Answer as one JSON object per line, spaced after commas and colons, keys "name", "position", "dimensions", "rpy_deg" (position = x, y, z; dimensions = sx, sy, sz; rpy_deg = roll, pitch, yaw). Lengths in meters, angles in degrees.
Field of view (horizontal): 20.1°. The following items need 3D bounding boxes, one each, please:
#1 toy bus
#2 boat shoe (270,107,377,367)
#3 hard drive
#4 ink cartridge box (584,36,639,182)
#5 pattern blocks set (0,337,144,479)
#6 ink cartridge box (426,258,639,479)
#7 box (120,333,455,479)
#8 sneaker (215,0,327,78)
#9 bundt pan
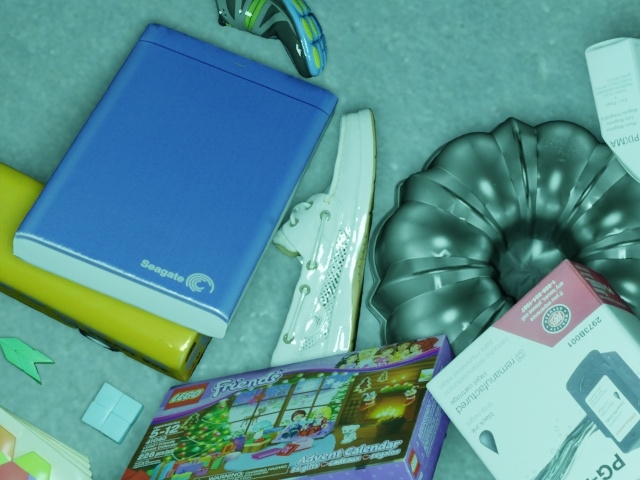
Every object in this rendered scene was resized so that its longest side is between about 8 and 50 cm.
{"name": "toy bus", "position": [-0.254, 0.018, 1.759], "dimensions": [0.332, 0.130, 0.108], "rpy_deg": [26, 80, 8]}
{"name": "boat shoe", "position": [0.000, 0.000, 1.770], "dimensions": [0.096, 0.098, 0.277], "rpy_deg": [8, 79, 3]}
{"name": "hard drive", "position": [-0.131, -0.067, 1.735], "dimensions": [0.210, 0.040, 0.319], "rpy_deg": [22, 48, 4]}
{"name": "ink cartridge box", "position": [0.345, -0.076, 1.738], "dimensions": [0.066, 0.189, 0.232], "rpy_deg": [-10, 85, 40]}
{"name": "pattern blocks set", "position": [-0.327, 0.258, 1.763], "dimensions": [0.285, 0.026, 0.325], "rpy_deg": [21, 79, 7]}
{"name": "ink cartridge box", "position": [0.234, 0.163, 1.540], "dimensions": [0.172, 0.100, 0.237], "rpy_deg": [-44, 63, 14]}
{"name": "box", "position": [-0.030, 0.184, 1.638], "dimensions": [0.293, 0.201, 0.057], "rpy_deg": [-13, 115, 21]}
{"name": "sneaker", "position": [-0.063, -0.236, 1.851], "dimensions": [0.078, 0.067, 0.188], "rpy_deg": [-44, 80, 14]}
{"name": "bundt pan", "position": [0.205, 0.028, 1.743], "dimensions": [0.330, 0.124, 0.331], "rpy_deg": [-1, 78, 3]}
